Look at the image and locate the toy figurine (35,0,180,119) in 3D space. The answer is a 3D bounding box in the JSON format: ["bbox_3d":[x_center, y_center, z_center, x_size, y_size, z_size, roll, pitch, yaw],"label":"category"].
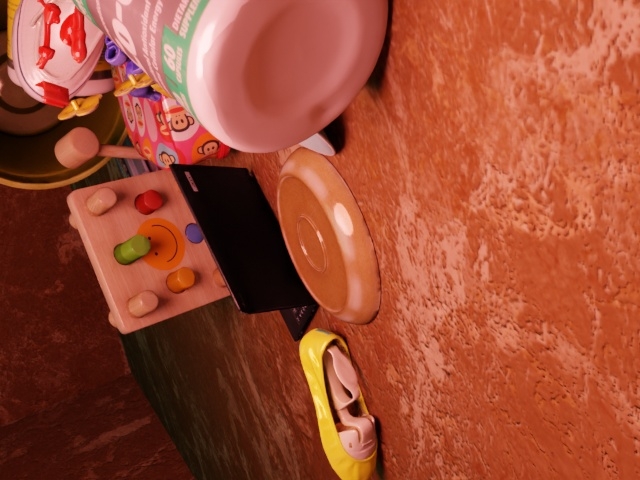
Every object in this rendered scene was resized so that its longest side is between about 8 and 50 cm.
[{"bbox_3d":[-0.156,-0.260,1.088,0.363,0.217,0.191,-18,76,27],"label":"toy figurine"}]

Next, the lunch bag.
[{"bbox_3d":[-0.248,-0.252,1.325,0.293,0.120,0.258,30,136,60],"label":"lunch bag"}]

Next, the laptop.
[{"bbox_3d":[-0.116,0.027,1.244,0.234,0.137,0.264,63,159,17],"label":"laptop"}]

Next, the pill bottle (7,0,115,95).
[{"bbox_3d":[-0.418,-0.422,1.425,0.188,0.188,0.333,40,128,52],"label":"pill bottle"}]

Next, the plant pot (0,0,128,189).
[{"bbox_3d":[-0.581,-0.305,1.712,0.353,0.367,0.366,26,134,65],"label":"plant pot"}]

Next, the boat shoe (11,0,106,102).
[{"bbox_3d":[-0.330,-0.374,1.234,0.156,0.136,0.366,4,73,61],"label":"boat shoe"}]

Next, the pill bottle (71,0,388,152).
[{"bbox_3d":[-0.123,-0.256,0.816,0.361,0.204,0.204,43,149,33],"label":"pill bottle"}]

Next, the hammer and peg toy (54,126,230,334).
[{"bbox_3d":[-0.293,-0.044,1.488,0.127,0.266,0.361,-27,84,48],"label":"hammer and peg toy"}]

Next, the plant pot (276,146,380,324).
[{"bbox_3d":[0.000,0.000,1.075,0.236,0.032,0.236,51,153,40],"label":"plant pot"}]

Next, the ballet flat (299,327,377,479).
[{"bbox_3d":[0.034,0.228,1.166,0.077,0.077,0.230,-15,94,53],"label":"ballet flat"}]

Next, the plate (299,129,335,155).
[{"bbox_3d":[-0.059,-0.151,0.958,0.188,0.024,0.188,31,177,2],"label":"plate"}]

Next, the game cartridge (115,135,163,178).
[{"bbox_3d":[-0.413,-0.211,1.879,0.354,0.068,0.230,65,155,10],"label":"game cartridge"}]
